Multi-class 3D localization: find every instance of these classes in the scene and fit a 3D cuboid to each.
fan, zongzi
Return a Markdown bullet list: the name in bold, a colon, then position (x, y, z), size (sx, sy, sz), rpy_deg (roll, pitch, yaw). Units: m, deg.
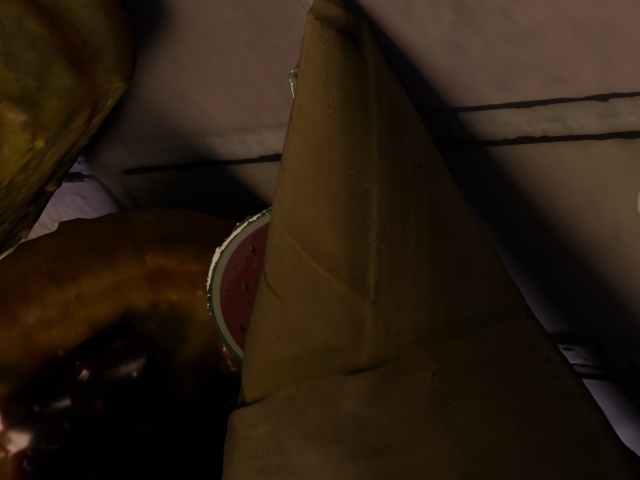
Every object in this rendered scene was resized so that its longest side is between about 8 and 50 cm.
- **fan**: position (0.000, 0.000, 0.587), size (0.085, 0.005, 0.133), rpy_deg (-3, 123, 4)
- **zongzi**: position (0.100, 0.089, 0.548), size (0.274, 0.300, 0.145), rpy_deg (9, -168, -6)

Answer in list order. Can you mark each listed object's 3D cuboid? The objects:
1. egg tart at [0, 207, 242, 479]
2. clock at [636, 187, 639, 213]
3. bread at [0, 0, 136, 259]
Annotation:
- **egg tart**: position (-0.078, 0.090, 0.679), size (0.215, 0.215, 0.171), rpy_deg (49, 169, -15)
- **clock**: position (0.132, 0.035, 0.415), size (0.117, 0.080, 0.176), rpy_deg (24, 149, 30)
- **bread**: position (-0.176, -0.071, 0.648), size (0.184, 0.110, 0.234), rpy_deg (46, 152, -4)
